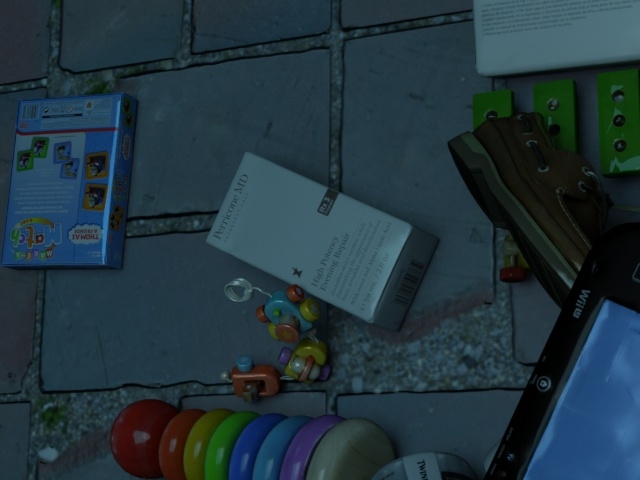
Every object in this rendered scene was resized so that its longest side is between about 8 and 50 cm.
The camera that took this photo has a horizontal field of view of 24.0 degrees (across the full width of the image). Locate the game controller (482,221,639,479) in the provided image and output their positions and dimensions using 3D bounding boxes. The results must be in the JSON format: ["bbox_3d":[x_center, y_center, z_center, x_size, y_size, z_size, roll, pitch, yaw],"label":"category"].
[{"bbox_3d":[0.244,0.147,1.237,0.166,0.067,0.319,25,92,24],"label":"game controller"}]

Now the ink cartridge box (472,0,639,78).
[{"bbox_3d":[0.296,-0.307,1.526,0.296,0.066,0.261,-3,91,30],"label":"ink cartridge box"}]

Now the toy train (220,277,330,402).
[{"bbox_3d":[-0.054,0.119,1.618,0.125,0.166,0.046,2,38,8],"label":"toy train"}]

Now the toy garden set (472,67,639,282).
[{"bbox_3d":[0.279,-0.064,1.533,0.244,0.049,0.203,-6,74,25],"label":"toy garden set"}]

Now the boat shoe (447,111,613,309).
[{"bbox_3d":[0.218,-0.038,1.413,0.104,0.110,0.307,-28,39,0],"label":"boat shoe"}]

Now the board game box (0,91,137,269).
[{"bbox_3d":[-0.307,-0.070,1.839,0.160,0.039,0.211,-1,78,27],"label":"board game box"}]

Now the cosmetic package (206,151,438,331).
[{"bbox_3d":[0.000,0.000,1.641,0.231,0.085,0.117,24,90,28],"label":"cosmetic package"}]

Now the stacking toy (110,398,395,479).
[{"bbox_3d":[-0.088,0.235,1.622,0.330,0.141,0.141,7,82,36],"label":"stacking toy"}]

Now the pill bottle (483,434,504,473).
[{"bbox_3d":[0.348,0.127,1.354,0.392,0.224,0.224,-47,63,11],"label":"pill bottle"}]

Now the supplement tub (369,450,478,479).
[{"bbox_3d":[0.114,0.311,1.464,0.117,0.117,0.190,-30,45,19],"label":"supplement tub"}]
